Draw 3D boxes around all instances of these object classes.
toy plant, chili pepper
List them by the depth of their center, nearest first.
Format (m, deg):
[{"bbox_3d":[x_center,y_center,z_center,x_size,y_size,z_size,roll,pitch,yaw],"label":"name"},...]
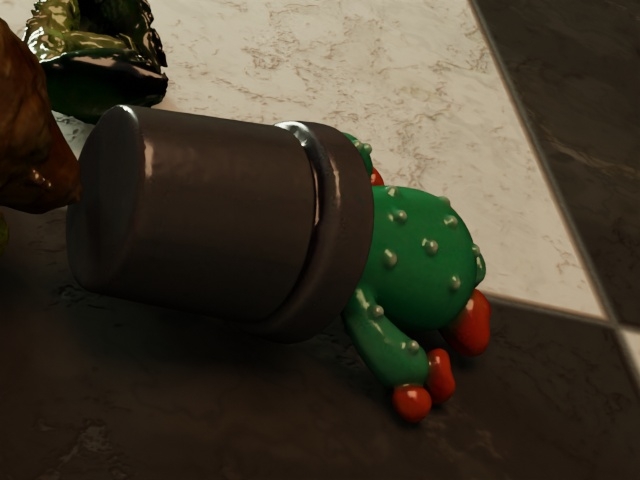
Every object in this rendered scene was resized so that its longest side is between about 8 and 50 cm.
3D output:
[{"bbox_3d":[-0.005,-0.008,1.042,0.400,0.185,0.279,11,25,-33],"label":"toy plant"},{"bbox_3d":[-0.226,-0.188,1.249,0.148,0.116,0.264,3,35,-9],"label":"chili pepper"}]

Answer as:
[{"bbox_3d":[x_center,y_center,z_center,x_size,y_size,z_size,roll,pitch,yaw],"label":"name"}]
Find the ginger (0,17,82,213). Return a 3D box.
[{"bbox_3d":[-0.346,-0.106,0.895,0.357,0.274,0.152,13,69,-5],"label":"ginger"}]

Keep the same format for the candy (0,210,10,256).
[{"bbox_3d":[-0.284,-0.037,1.042,0.060,0.060,0.201,14,26,-14],"label":"candy"}]
